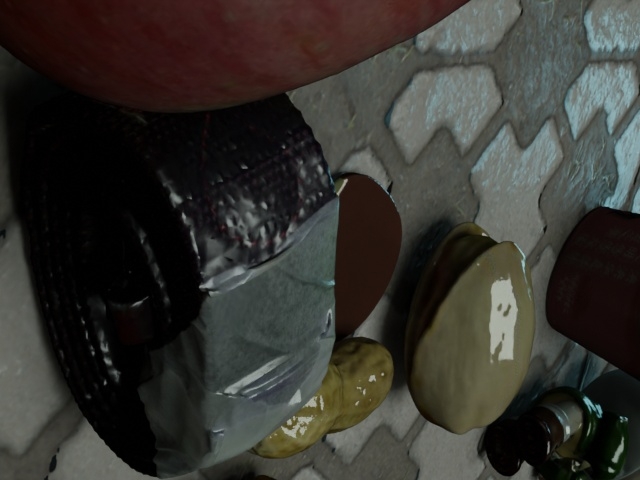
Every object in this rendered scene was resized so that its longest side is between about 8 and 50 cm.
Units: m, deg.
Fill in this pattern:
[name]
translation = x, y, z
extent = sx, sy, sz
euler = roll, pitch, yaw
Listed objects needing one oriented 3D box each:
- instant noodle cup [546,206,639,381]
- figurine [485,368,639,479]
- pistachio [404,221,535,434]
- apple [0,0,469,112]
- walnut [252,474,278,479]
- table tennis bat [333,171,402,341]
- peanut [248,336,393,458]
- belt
[instant noodle cup]
translation = 0.411, 0.068, 1.340
extent = 0.235, 0.178, 0.234
euler = -28, 129, -40
[figurine]
translation = 0.380, 0.258, 1.422
extent = 0.370, 0.167, 0.281
euler = 3, 152, -39
[pistachio]
translation = 0.148, 0.093, 1.067
extent = 0.144, 0.144, 0.215
euler = -18, 118, -45
[apple]
translation = -0.041, -0.222, 0.505
extent = 0.345, 0.345, 0.269
euler = -40, 117, -31
[walnut]
translation = -0.035, 0.333, 0.928
extent = 0.244, 0.222, 0.269
euler = -67, 153, -61
[table tennis bat]
translation = 0.000, 0.000, 0.919
extent = 0.154, 0.021, 0.274
euler = -59, 145, -9
[peanut]
translation = -0.003, 0.134, 0.940
extent = 0.193, 0.089, 0.089
euler = -16, 122, -52
[belt]
translation = -0.081, 0.017, 0.693
extent = 0.164, 0.184, 0.289
euler = -36, 141, -41
